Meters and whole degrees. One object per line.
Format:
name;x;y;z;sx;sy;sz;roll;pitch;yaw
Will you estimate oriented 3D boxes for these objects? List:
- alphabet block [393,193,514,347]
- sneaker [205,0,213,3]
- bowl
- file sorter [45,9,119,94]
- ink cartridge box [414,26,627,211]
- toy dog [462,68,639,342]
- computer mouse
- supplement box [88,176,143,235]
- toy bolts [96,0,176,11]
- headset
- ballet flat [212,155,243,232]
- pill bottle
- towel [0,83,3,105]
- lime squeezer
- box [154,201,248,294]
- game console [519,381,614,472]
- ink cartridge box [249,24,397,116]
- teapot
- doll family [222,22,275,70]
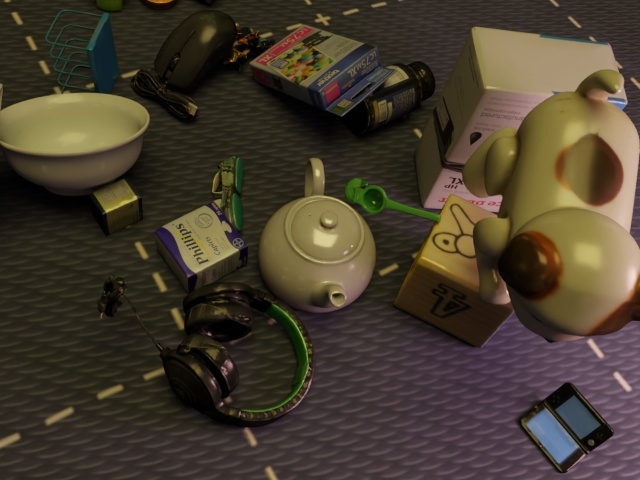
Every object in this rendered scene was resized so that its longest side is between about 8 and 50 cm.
alphabet block;0.284;0.061;1.352;0.197;0.193;0.192;27;55;7
sneaker;-0.284;-0.724;1.790;0.118;0.083;0.222;31;57;-12
bowl;-0.482;-0.178;1.358;0.298;0.134;0.297;3;32;-2
file sorter;-0.515;-0.397;1.501;0.105;0.170;0.118;10;56;0
ink cartridge box;0.391;-0.228;1.439;0.286;0.395;0.166;3;60;-9
toy dog;0.404;-0.022;1.092;0.285;0.395;0.407;22;47;-7
computer mouse;-0.294;-0.420;1.560;0.189;0.072;0.272;33;81;14
supplement box;-0.401;-0.067;1.361;0.083;0.083;0.056;-29;70;-25
toy bolts;-0.460;-0.701;1.711;0.219;0.158;0.228;1;58;-11
headset;-0.188;0.166;1.194;0.394;0.185;0.243;21;55;-11
ballet flat;-0.195;-0.090;1.440;0.070;0.070;0.188;4;55;-8
pill bottle;0.160;-0.344;1.628;0.219;0.122;0.122;-27;67;-26
towel;-0.672;-0.145;1.273;0.034;0.285;0.209;25;44;-44
lime squeezer;0.113;-0.081;1.388;0.110;0.310;0.058;22;96;-28
box;-0.232;0.013;1.349;0.137;0.072;0.126;-30;67;-23
game console;0.455;0.345;1.279;0.071;0.107;0.122;-12;57;-51
ink cartridge box;0.001;-0.395;1.577;0.186;0.065;0.311;-41;49;-19
teapot;0.000;0.000;1.338;0.256;0.187;0.252;37;58;14
doll family;-0.187;-0.468;1.665;0.193;0.076;0.111;-39;53;-24
